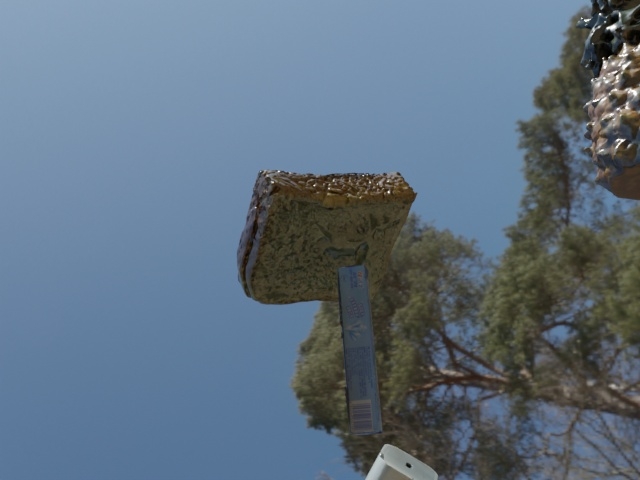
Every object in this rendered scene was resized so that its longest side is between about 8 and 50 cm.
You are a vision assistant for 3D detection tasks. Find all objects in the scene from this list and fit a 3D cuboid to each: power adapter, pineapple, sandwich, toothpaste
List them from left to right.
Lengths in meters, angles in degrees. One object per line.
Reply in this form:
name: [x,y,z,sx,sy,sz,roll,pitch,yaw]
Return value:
sandwich: [0.000,0.000,1.436,0.301,0.099,0.271,-1,-59,-27]
toothpaste: [0.065,0.177,1.263,0.053,0.066,0.272,-7,-107,10]
power adapter: [0.112,0.533,1.459,0.124,0.187,0.255,28,-90,13]
pineapple: [0.376,-0.214,0.899,0.169,0.169,0.340,14,-120,-24]
